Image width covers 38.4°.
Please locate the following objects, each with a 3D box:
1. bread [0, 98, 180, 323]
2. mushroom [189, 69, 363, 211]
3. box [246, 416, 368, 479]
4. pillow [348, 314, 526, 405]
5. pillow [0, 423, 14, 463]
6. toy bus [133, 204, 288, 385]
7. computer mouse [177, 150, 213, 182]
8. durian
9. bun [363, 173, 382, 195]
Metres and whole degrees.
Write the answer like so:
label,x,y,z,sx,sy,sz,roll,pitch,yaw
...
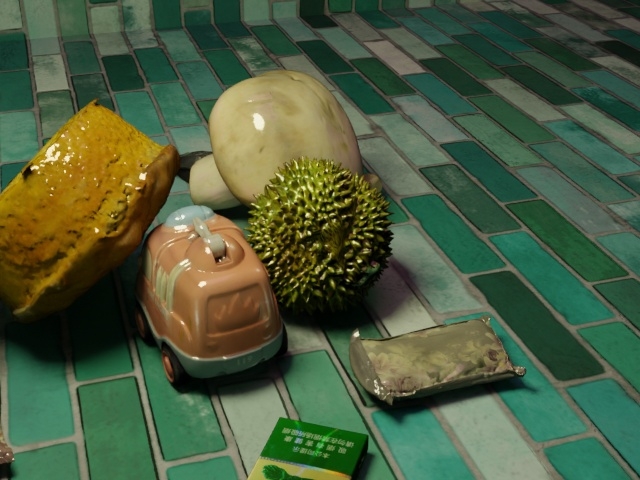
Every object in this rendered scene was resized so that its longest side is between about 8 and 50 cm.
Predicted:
label,x,y,z,sx,sy,sz,roll,pitch,yaw
bread,-0.408,-0.040,1.492,0.398,0.215,0.398,-41,18,17
mushroom,-0.088,-0.180,1.776,0.353,0.325,0.353,-2,49,2
box,-0.030,0.321,1.176,0.132,0.034,0.235,9,31,15
pillow,0.171,0.186,1.397,0.255,0.059,0.169,-7,30,-16
pillow,-0.489,0.268,1.259,0.118,0.043,0.185,-17,33,-22
toy bus,-0.180,0.073,1.429,0.194,0.232,0.287,-16,35,-22
computer mouse,-0.256,-0.164,2.017,0.192,0.062,0.106,23,36,32
durian,0.002,0.003,1.537,0.291,0.291,0.225,-26,50,-38
bun,0.088,-0.104,1.921,0.086,0.054,0.086,-9,18,3
